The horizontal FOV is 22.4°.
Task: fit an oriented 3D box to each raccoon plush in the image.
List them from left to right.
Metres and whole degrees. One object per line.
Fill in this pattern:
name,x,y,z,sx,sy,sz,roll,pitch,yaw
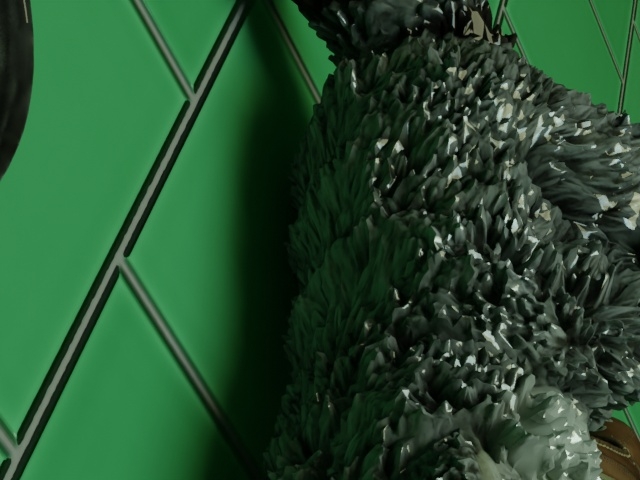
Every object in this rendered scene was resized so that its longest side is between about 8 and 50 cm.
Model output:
raccoon plush,0.000,0.000,0.804,0.446,0.216,0.299,50,38,11

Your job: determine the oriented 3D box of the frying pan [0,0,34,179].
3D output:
frying pan,-0.193,-0.074,0.493,0.326,0.053,0.197,-41,115,-60

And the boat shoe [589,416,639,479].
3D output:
boat shoe,0.170,0.171,1.086,0.307,0.111,0.104,52,30,-60
